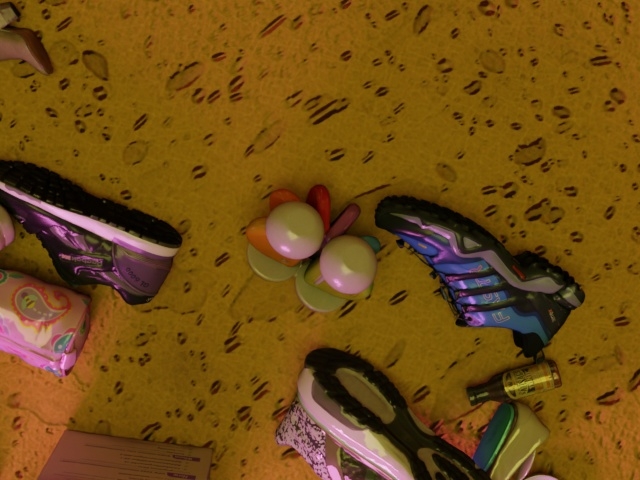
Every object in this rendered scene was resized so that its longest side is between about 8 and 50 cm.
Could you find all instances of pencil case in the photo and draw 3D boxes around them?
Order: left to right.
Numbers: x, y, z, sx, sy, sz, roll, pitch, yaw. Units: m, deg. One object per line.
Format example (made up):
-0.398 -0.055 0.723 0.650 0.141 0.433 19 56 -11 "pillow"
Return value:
-0.445 0.086 1.492 0.284 0.124 0.124 19 102 -5 "pencil case"

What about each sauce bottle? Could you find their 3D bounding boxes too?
0.264 0.199 1.553 0.128 0.042 0.042 -18 102 3 "sauce bottle"

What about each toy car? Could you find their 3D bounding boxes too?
0.000 0.000 1.474 0.182 0.159 0.136 33 64 -6 "toy car"

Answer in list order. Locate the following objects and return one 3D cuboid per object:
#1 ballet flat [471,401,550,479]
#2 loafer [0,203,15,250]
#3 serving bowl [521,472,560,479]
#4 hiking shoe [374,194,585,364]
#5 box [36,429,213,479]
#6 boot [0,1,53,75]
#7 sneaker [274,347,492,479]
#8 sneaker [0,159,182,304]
0.231 0.338 1.569 0.086 0.086 0.248 33 100 -6 "ballet flat"
-0.522 -0.051 1.445 0.268 0.092 0.102 25 139 11 "loafer"
0.308 0.364 1.596 0.083 0.027 0.083 0 103 0 "serving bowl"
0.194 0.049 1.483 0.304 0.113 0.132 28 101 -6 "hiking shoe"
-0.263 0.361 1.491 0.213 0.243 0.117 8 102 -2 "box"
-0.411 -0.248 1.464 0.087 0.042 0.118 -27 100 13 "boot"
0.094 0.338 1.514 0.410 0.158 0.182 48 122 17 "sneaker"
-0.334 -0.002 1.485 0.283 0.107 0.124 25 107 -5 "sneaker"
